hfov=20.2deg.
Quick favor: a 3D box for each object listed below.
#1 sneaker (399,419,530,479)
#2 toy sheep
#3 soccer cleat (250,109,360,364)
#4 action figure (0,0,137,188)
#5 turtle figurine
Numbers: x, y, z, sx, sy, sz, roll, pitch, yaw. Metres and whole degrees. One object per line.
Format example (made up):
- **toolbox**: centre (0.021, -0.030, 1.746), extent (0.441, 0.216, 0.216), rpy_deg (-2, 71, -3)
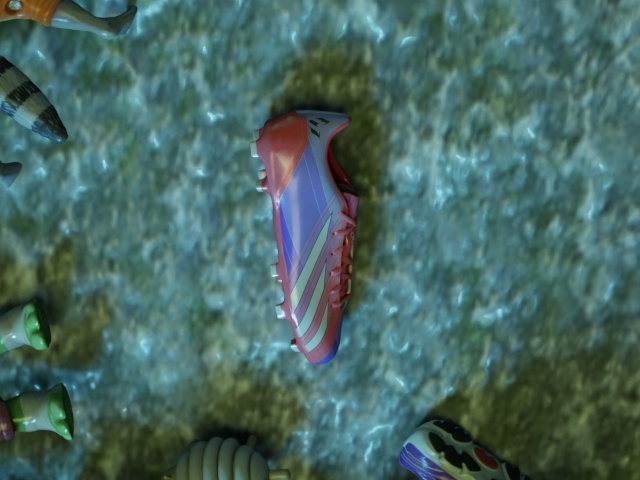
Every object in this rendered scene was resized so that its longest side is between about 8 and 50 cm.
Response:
- **sneaker**: centre (0.149, 0.243, 1.736), extent (0.170, 0.068, 0.071), rpy_deg (41, 129, -1)
- **toy sheep**: centre (-0.094, 0.230, 1.743), extent (0.132, 0.091, 0.091), rpy_deg (-11, 112, 13)
- **soccer cleat**: centre (0.000, 0.000, 1.630), extent (0.095, 0.083, 0.248), rpy_deg (-8, 110, 7)
- **action figure**: centre (-0.321, -0.237, 1.520), extent (0.330, 0.178, 0.341), rpy_deg (34, 117, -18)
- **turtle figurine**: centre (-0.379, 0.154, 1.673), extent (0.266, 0.197, 0.274), rpy_deg (-16, 152, -2)
